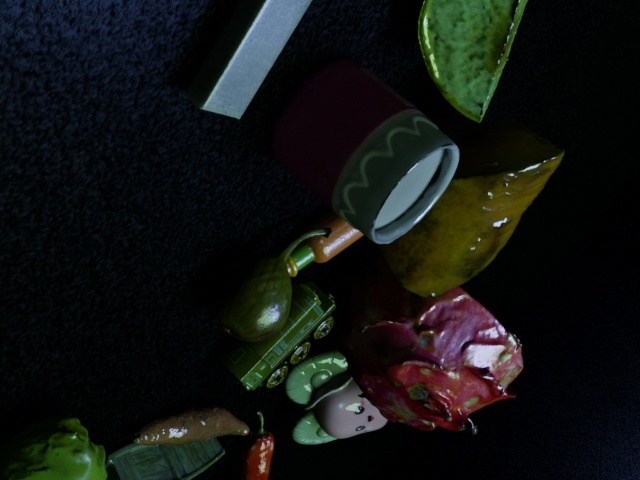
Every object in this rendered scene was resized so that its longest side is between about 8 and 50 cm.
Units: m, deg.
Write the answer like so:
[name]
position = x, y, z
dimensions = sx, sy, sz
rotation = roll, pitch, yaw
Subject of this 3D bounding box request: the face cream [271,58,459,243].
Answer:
[face cream]
position = 0.059, -0.117, 1.173
dimensions = 0.175, 0.195, 0.175
rotation = -40, 158, -20

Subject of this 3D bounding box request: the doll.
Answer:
[doll]
position = 0.049, 0.317, 1.922
dimensions = 0.269, 0.216, 0.284
rotation = -15, 130, -14

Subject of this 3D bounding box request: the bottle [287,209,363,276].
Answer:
[bottle]
position = 0.000, 0.000, 1.425
dimensions = 0.187, 0.069, 0.069
rotation = -35, 154, -24

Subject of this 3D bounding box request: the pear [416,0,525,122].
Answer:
[pear]
position = 0.232, -0.345, 1.222
dimensions = 0.239, 0.139, 0.288
rotation = -49, 159, -43

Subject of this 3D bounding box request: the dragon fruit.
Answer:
[dragon fruit]
position = 0.179, 0.211, 1.688
dimensions = 0.249, 0.371, 0.386
rotation = -51, 141, -18

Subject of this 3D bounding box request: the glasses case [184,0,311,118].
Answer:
[glasses case]
position = -0.068, -0.230, 0.952
dimensions = 0.205, 0.047, 0.071
rotation = -56, 152, 17

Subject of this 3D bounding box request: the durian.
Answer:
[durian]
position = -0.403, 0.386, 1.168
dimensions = 0.256, 0.204, 0.339
rotation = -41, 152, -56

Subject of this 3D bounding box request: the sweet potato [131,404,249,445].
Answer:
[sweet potato]
position = -0.222, 0.318, 1.535
dimensions = 0.072, 0.066, 0.314
rotation = -60, 154, 8

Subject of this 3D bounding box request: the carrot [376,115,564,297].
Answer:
[carrot]
position = 0.229, -0.090, 1.472
dimensions = 0.241, 0.241, 0.340
rotation = -28, 153, -41

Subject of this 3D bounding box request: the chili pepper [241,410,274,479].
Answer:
[chili pepper]
position = -0.135, 0.476, 1.893
dimensions = 0.071, 0.063, 0.272
rotation = -14, 122, -35

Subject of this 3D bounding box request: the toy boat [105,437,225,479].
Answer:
[toy boat]
position = -0.269, 0.381, 1.516
dimensions = 0.055, 0.093, 0.293
rotation = -37, 162, 21

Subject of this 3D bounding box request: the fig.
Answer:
[fig]
position = -0.064, 0.048, 1.322
dimensions = 0.236, 0.124, 0.124
rotation = -46, 158, -22

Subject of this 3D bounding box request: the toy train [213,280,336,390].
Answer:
[toy train]
position = -0.069, 0.162, 1.532
dimensions = 0.225, 0.090, 0.137
rotation = -46, 154, -6
